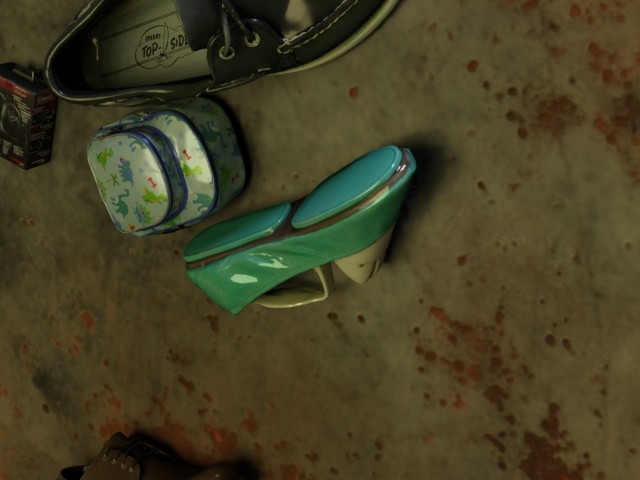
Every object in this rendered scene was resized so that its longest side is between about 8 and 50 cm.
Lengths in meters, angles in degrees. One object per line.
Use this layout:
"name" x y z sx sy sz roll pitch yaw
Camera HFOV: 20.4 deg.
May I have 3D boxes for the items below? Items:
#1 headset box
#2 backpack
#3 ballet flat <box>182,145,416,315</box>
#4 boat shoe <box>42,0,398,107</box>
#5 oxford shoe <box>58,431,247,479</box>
"headset box" -0.265 -0.113 1.554 0.062 0.032 0.083 26 119 27
"backpack" -0.124 -0.058 1.432 0.114 0.084 0.105 -15 98 37
"ballet flat" 0.000 0.000 1.374 0.247 0.083 0.087 -23 116 40
"boat shoe" -0.084 -0.174 1.340 0.340 0.113 0.127 -10 99 39
"oxford shoe" -0.158 0.215 1.559 0.227 0.082 0.096 -16 92 39
